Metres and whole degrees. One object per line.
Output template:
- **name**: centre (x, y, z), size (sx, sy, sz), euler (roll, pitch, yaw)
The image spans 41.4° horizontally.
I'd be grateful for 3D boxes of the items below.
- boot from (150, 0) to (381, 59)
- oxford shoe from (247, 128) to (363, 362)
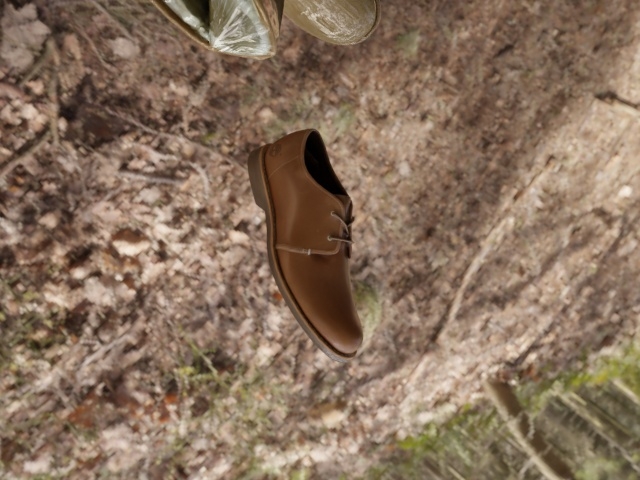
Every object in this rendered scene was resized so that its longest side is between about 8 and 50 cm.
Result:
- **boot**: centre (-0.043, -0.216, 0.739), size (0.236, 0.269, 0.089), euler (36, 118, -19)
- **oxford shoe**: centre (0.000, 0.000, 0.735), size (0.076, 0.212, 0.076), euler (-26, 165, 30)
